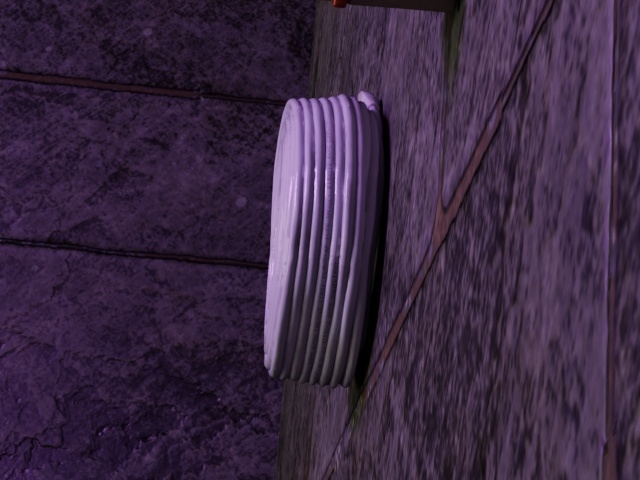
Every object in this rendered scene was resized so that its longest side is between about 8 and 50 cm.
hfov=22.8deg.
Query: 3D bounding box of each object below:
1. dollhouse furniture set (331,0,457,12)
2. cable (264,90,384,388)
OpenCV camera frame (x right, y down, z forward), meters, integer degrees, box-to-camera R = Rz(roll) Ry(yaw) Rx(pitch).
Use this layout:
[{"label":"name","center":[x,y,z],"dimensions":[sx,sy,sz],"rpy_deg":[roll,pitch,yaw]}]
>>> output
[{"label":"dollhouse furniture set","center":[0.027,-0.272,0.955],"dimensions":[0.262,0.135,0.259],"rpy_deg":[-100,16,-79]},{"label":"cable","center":[0.000,0.000,1.381],"dimensions":[0.257,0.089,0.257],"rpy_deg":[-101,17,-79]}]
